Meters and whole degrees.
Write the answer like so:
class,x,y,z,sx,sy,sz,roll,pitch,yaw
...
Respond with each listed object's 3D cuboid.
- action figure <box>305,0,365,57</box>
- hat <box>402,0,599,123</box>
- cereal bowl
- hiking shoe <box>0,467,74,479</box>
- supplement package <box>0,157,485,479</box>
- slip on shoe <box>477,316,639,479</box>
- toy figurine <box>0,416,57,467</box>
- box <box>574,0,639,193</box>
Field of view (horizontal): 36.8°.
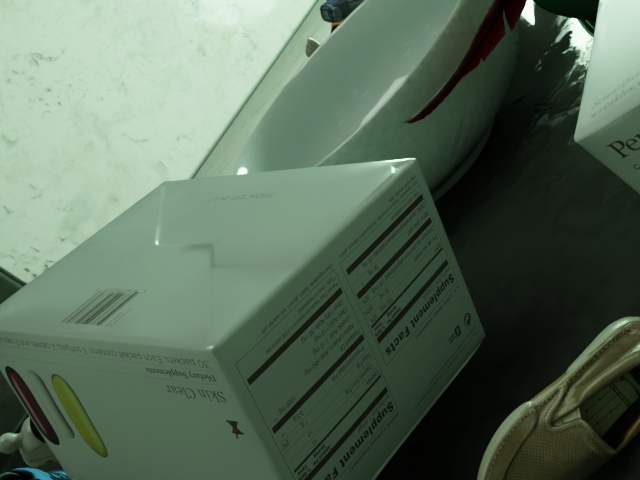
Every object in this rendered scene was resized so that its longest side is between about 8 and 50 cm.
class,x,y,z,sx,sy,sz,roll,pitch,yaw
action figure,0.155,-0.299,1.228,0.341,0.179,0.330,-27,18,-9
hat,0.161,-0.216,0.730,0.183,0.209,0.173,-11,2,-20
cereal bowl,0.071,-0.127,0.970,0.339,0.141,0.339,-42,22,21
hiking shoe,-0.433,0.385,1.471,0.113,0.132,0.304,-59,15,-18
supplement package,-0.063,0.063,0.654,0.261,0.145,0.204,-2,32,44
slip on shoe,0.132,0.098,0.489,0.135,0.051,0.041,-46,12,2
toy figurine,-0.264,0.284,1.002,0.209,0.213,0.148,-58,2,-33
box,0.241,-0.116,0.483,0.181,0.119,0.182,-40,20,46
